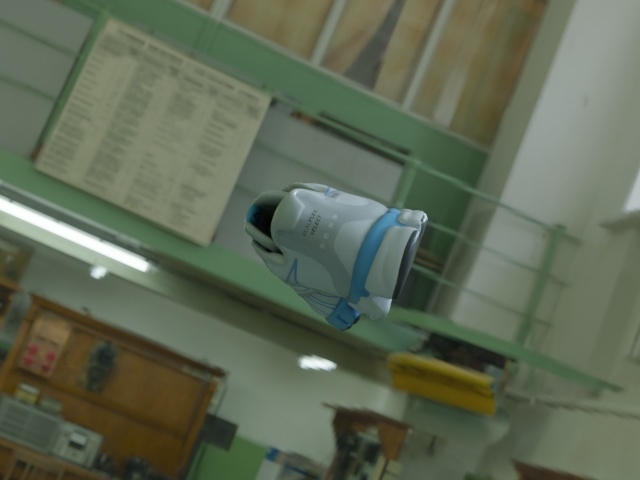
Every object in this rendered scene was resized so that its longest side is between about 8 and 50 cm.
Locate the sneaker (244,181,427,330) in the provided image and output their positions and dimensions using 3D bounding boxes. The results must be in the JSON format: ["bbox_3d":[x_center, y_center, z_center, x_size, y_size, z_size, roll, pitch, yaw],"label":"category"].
[{"bbox_3d":[0.000,0.000,0.607,0.083,0.071,0.191,23,-10,-2],"label":"sneaker"}]
